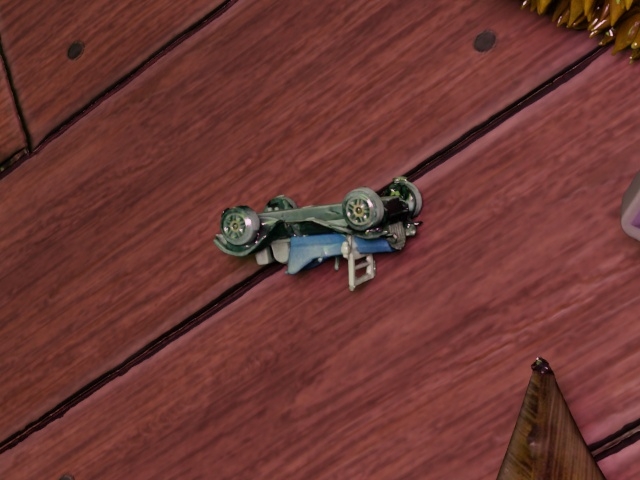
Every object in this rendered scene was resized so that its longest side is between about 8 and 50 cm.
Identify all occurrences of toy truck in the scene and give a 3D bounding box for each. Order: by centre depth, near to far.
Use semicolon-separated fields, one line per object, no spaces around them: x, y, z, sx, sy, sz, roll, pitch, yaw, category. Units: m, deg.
0.001;0.000;1.081;0.154;0.080;0.078;-7;94;31;toy truck

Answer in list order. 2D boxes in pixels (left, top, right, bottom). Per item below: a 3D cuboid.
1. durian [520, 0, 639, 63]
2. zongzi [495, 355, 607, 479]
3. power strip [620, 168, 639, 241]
0.229;-0.231;0.971;0.394;0.163;0.198;8;73;41;durian
0.192;0.203;0.842;0.221;0.112;0.242;9;75;37;zongzi
0.299;-0.067;0.874;0.145;0.061;0.216;28;122;-1;power strip
